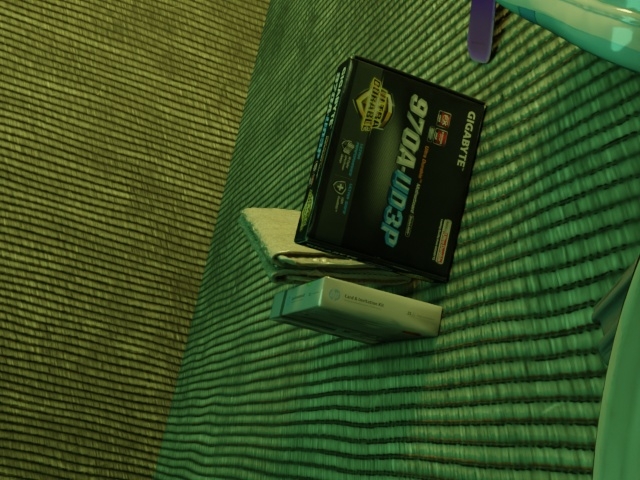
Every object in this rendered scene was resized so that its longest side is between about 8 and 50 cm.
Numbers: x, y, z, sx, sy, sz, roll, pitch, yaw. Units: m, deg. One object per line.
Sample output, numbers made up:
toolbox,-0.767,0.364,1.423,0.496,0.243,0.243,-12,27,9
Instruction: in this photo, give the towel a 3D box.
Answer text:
towel,0.000,0.000,1.140,0.282,0.187,0.049,-134,48,-70

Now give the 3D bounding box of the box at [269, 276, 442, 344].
box,0.035,0.087,1.021,0.186,0.145,0.038,156,127,-69

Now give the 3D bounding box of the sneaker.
sneaker,0.254,-0.266,0.716,0.208,0.127,0.319,-68,27,22

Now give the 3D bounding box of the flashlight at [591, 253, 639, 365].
flashlight,0.269,-0.020,0.479,0.103,0.103,0.304,54,135,29

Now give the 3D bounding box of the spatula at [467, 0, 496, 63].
spatula,0.229,-0.360,1.030,0.084,0.030,0.296,-127,55,-72

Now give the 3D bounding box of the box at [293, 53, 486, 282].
box,0.081,-0.078,0.982,0.051,0.175,0.220,166,120,-71

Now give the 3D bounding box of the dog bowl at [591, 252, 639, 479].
dog bowl,0.223,0.103,0.186,0.408,0.150,0.408,-175,90,-80
